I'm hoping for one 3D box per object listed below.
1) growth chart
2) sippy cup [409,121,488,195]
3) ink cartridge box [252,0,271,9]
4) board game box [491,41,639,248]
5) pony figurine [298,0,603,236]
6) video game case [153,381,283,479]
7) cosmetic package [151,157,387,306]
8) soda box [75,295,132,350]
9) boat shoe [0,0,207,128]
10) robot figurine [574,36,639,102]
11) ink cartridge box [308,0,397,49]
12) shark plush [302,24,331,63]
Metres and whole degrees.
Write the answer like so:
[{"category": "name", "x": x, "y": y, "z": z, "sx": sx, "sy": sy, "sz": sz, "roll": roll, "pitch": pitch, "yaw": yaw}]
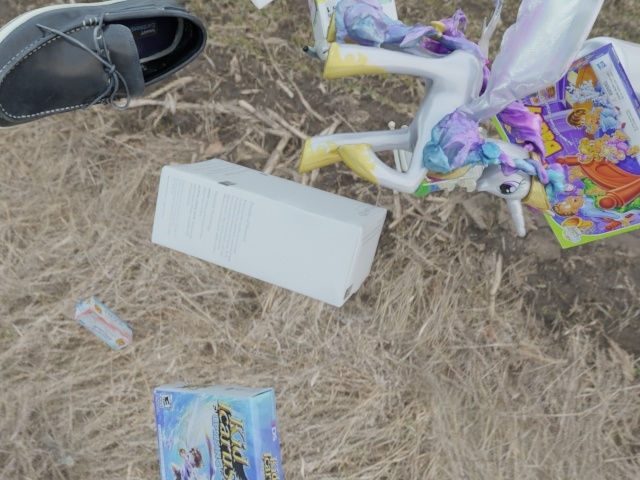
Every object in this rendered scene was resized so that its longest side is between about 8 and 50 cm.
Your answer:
[{"category": "growth chart", "x": 0.278, "y": -0.194, "z": 1.278, "sx": 0.237, "sy": 0.171, "sz": 0.021, "roll": 7, "pitch": 37, "yaw": 24}, {"category": "sippy cup", "x": 0.400, "y": -0.261, "z": 1.702, "sx": 0.224, "sy": 0.240, "sz": 0.305, "roll": -4, "pitch": 21, "yaw": -2}, {"category": "ink cartridge box", "x": -0.090, "y": -0.549, "z": 1.088, "sx": 0.159, "sy": 0.092, "sz": 0.218, "roll": -33, "pitch": 28, "yaw": 8}, {"category": "board game box", "x": 0.525, "y": -0.171, "z": 1.080, "sx": 0.347, "sy": 0.233, "sz": 0.078, "roll": 56, "pitch": 43, "yaw": -13}, {"category": "pony figurine", "x": 0.182, "y": -0.204, "z": 0.732, "sx": 0.364, "sy": 0.303, "sz": 0.350, "roll": 12, "pitch": 95, "yaw": -7}, {"category": "video game case", "x": -0.172, "y": 0.380, "z": 0.908, "sx": 0.244, "sy": 0.061, "sz": 0.269, "roll": -8, "pitch": 87, "yaw": 36}, {"category": "cosmetic package", "x": -0.090, "y": -0.029, "z": 1.028, "sx": 0.385, "sy": 0.156, "sz": 0.217, "roll": 16, "pitch": 17, "yaw": 12}, {"category": "soda box", "x": -0.623, "y": 0.240, "z": 1.572, "sx": 0.058, "sy": 0.183, "sz": 0.063, "roll": -28, "pitch": 42, "yaw": 4}, {"category": "boat shoe", "x": -0.420, "y": -0.351, "z": 1.043, "sx": 0.156, "sy": 0.186, "sz": 0.500, "roll": 28, "pitch": 46, "yaw": 23}, {"category": "robot figurine", "x": 0.660, "y": -0.325, "z": 1.192, "sx": 0.354, "sy": 0.199, "sz": 0.300, "roll": 3, "pitch": 33, "yaw": -19}, {"category": "ink cartridge box", "x": 0.077, "y": -0.624, "z": 1.409, "sx": 0.202, "sy": 0.117, "sz": 0.278, "roll": -9, "pitch": 85, "yaw": -9}, {"category": "shark plush", "x": 0.014, "y": -0.365, "z": 1.107, "sx": 0.073, "sy": 0.161, "sz": 0.067, "roll": -37, "pitch": 86, "yaw": -1}]
